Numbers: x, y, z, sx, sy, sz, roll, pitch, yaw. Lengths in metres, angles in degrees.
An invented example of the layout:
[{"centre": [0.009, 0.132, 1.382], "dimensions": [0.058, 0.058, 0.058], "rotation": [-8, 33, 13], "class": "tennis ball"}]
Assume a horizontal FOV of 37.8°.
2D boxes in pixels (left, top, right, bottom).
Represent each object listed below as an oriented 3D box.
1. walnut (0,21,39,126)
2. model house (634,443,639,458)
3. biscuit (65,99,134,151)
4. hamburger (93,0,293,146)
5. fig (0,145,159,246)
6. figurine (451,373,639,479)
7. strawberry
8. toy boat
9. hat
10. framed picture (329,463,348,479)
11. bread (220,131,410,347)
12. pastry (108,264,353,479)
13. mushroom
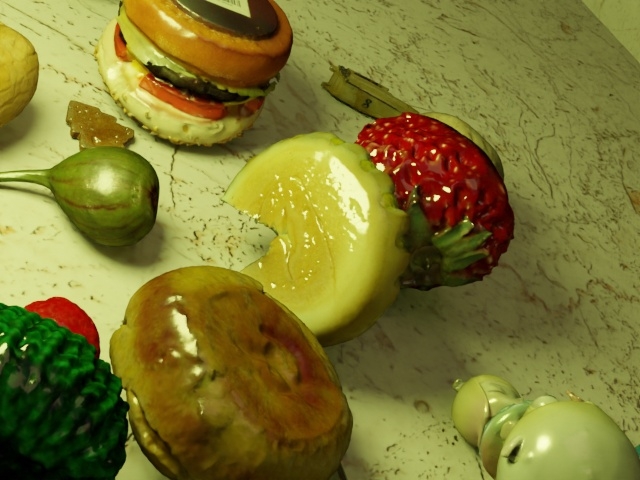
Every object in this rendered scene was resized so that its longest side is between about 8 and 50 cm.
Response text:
[{"centre": [-0.530, -0.247, 1.400], "dimensions": [0.193, 0.193, 0.225], "rotation": [30, 27, -5], "class": "walnut"}, {"centre": [0.518, 0.408, 1.361], "dimensions": [0.216, 0.303, 0.237], "rotation": [-20, 72, -39], "class": "model house"}, {"centre": [-0.380, -0.189, 1.574], "dimensions": [0.130, 0.019, 0.119], "rotation": [46, 39, 15], "class": "biscuit"}, {"centre": [-0.225, -0.337, 1.666], "dimensions": [0.330, 0.250, 0.330], "rotation": [24, 35, -18], "class": "hamburger"}, {"centre": [-0.369, -0.071, 1.400], "dimensions": [0.259, 0.151, 0.151], "rotation": [6, 37, 9], "class": "fig"}, {"centre": [0.275, 0.312, 1.351], "dimensions": [0.227, 0.274, 0.394], "rotation": [38, 4, -21], "class": "figurine"}, {"centre": [0.159, -0.077, 1.644], "dimensions": [0.295, 0.318, 0.345], "rotation": [56, 18, -35], "class": "strawberry"}, {"centre": [0.112, -0.315, 2.048], "dimensions": [0.226, 0.068, 0.088], "rotation": [24, 32, -12], "class": "toy boat"}, {"centre": [-0.349, 0.174, 1.065], "dimensions": [0.274, 0.242, 0.332], "rotation": [42, 10, -14], "class": "hat"}, {"centre": [-0.062, 0.266, 1.309], "dimensions": [0.173, 0.010, 0.231], "rotation": [5, 46, -33], "class": "framed picture"}, {"centre": [0.000, 0.000, 1.432], "dimensions": [0.333, 0.333, 0.160], "rotation": [54, 16, 25], "class": "bread"}, {"centre": [-0.110, 0.181, 1.192], "dimensions": [0.356, 0.164, 0.356], "rotation": [39, 22, -20], "class": "pastry"}, {"centre": [0.250, -0.151, 1.870], "dimensions": [0.255, 0.184, 0.255], "rotation": [21, 1, 0], "class": "mushroom"}]
